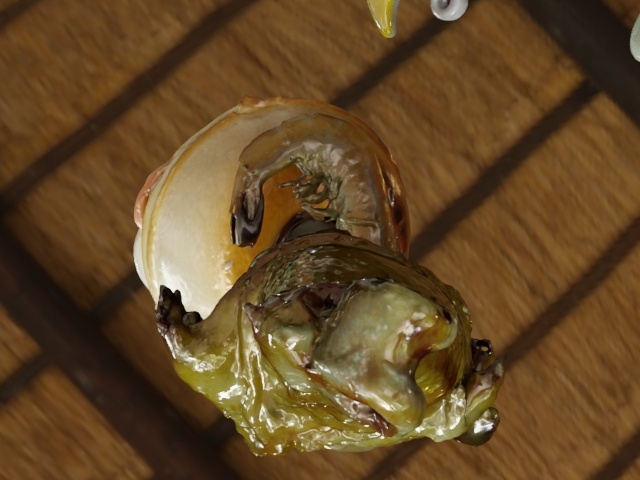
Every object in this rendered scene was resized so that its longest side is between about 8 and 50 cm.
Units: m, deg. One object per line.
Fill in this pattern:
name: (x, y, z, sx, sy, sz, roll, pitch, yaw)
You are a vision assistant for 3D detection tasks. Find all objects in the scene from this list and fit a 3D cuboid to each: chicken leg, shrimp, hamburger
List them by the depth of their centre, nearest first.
chicken leg: (-0.002, 0.054, 0.888, 0.211, 0.361, 0.140, 3, -101, 14)
shrimp: (0.001, 0.000, 1.052, 0.124, 0.178, 0.034, -14, 179, -25)
hamburger: (-0.032, -0.005, 1.190, 0.237, 0.237, 0.147, -43, -150, -12)

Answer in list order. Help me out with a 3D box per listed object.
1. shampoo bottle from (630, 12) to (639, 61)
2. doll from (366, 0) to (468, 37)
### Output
shampoo bottle: (0.186, -0.020, 0.553, 0.065, 0.204, 0.065, -38, -152, 24)
doll: (0.068, -0.327, 1.243, 0.145, 0.103, 0.316, -18, -107, 16)
